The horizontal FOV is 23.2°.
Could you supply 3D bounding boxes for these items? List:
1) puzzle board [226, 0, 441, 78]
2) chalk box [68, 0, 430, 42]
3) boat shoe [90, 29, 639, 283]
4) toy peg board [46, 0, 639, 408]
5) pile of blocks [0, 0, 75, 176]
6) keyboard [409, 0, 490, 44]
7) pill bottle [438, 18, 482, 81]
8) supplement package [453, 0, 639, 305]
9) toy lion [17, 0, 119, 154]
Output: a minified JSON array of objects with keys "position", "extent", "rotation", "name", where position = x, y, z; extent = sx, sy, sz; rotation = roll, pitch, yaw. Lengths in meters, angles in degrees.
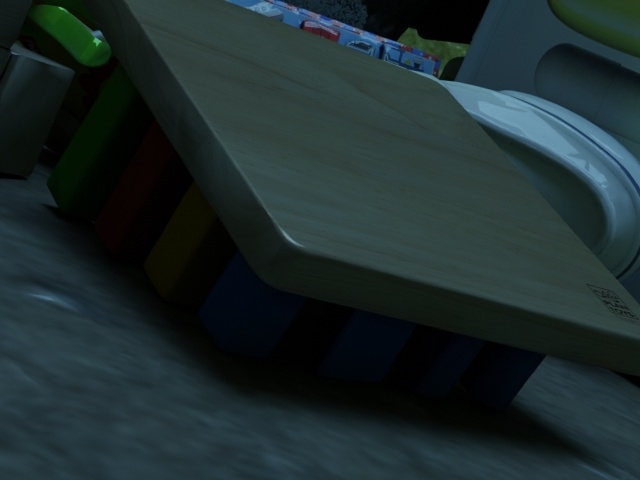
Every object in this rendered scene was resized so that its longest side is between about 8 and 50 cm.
[{"position":[-0.008,-0.067,0.744],"extent":[0.128,0.096,0.011],"rotation":[17,-24,-13],"name":"puzzle board"},{"position":[-0.092,-0.202,0.816],"extent":[0.289,0.180,0.179],"rotation":[39,2,-26],"name":"chalk box"},{"position":[0.011,-0.031,0.647],"extent":[0.258,0.095,0.084],"rotation":[14,11,13],"name":"boat shoe"},{"position":[0.000,0.000,0.507],"extent":[0.161,0.079,0.160],"rotation":[15,28,-39],"name":"toy peg board"},{"position":[-0.235,-0.135,0.474],"extent":[0.362,0.112,0.149],"rotation":[22,6,-31],"name":"pile of blocks"},{"position":[0.178,-0.162,0.868],"extent":[0.202,0.033,0.317],"rotation":[6,-11,-10],"name":"keyboard"},{"position":[0.095,-0.072,0.946],"extent":[0.065,0.116,0.065],"rotation":[22,10,-4],"name":"pill bottle"},{"position":[0.179,-0.042,0.735],"extent":[0.149,0.194,0.203],"rotation":[15,11,-42],"name":"supplement package"},{"position":[-0.073,-0.060,0.580],"extent":[0.096,0.034,0.100],"rotation":[14,-34,30],"name":"toy lion"}]
